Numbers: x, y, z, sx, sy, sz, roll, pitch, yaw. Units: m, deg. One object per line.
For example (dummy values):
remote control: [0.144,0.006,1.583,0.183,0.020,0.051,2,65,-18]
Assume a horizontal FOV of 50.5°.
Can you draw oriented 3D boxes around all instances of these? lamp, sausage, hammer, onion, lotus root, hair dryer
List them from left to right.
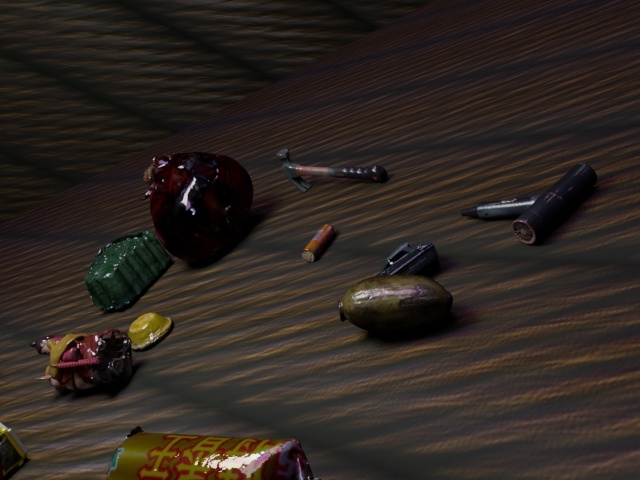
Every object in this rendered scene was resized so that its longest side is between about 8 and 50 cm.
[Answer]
lamp: [-0.463,0.227,1.276,0.253,0.118,0.118,-11,29,30]
onion: [-0.282,-0.075,1.581,0.281,0.281,0.221,-43,-5,-31]
sausage: [-0.111,0.288,0.776,0.317,0.117,0.125,-9,52,35]
sausage: [0.000,0.000,1.344,0.031,0.031,0.107,-7,31,39]
hammer: [0.027,-0.159,1.571,0.287,0.111,0.033,6,43,39]
lotus root: [0.105,0.089,0.982,0.179,0.089,0.081,-11,72,25]
hair dryer: [0.328,-0.065,1.120,0.173,0.050,0.195,-35,22,-24]

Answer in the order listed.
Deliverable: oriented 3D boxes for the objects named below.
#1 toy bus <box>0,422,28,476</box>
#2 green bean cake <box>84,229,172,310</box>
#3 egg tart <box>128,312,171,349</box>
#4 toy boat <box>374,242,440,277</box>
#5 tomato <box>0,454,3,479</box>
toy bus: [-0.595,0.356,1.200,0.074,0.081,0.226,-38,22,-33]
green bean cake: [-0.485,0.075,1.611,0.193,0.107,0.208,-9,31,33]
egg tart: [-0.344,0.175,1.342,0.105,0.039,0.105,-24,25,12]
toy boat: [0.122,0.050,1.087,0.141,0.060,0.055,-35,1,-4]
tomato: [-0.601,0.349,0.997,0.259,0.260,0.180,-18,39,20]
